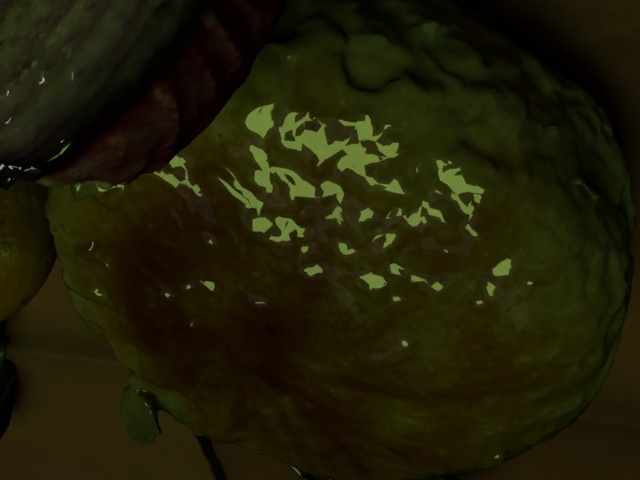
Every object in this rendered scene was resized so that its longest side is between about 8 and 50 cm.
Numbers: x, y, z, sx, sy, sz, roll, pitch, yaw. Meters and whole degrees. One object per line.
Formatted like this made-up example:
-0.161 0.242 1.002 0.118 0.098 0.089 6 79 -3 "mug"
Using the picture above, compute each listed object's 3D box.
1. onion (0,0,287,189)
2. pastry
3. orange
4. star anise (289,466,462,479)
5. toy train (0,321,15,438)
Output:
-0.086 -0.121 0.461 0.250 0.247 0.111 22 169 41 "onion"
0.000 0.000 0.597 0.330 0.136 0.329 14 138 13 "pastry"
-0.223 -0.022 0.692 0.155 0.134 0.154 25 132 31 "orange"
0.076 0.194 0.828 0.157 0.053 0.212 -12 126 35 "star anise"
-0.277 0.100 0.890 0.081 0.060 0.202 18 139 -4 "toy train"
